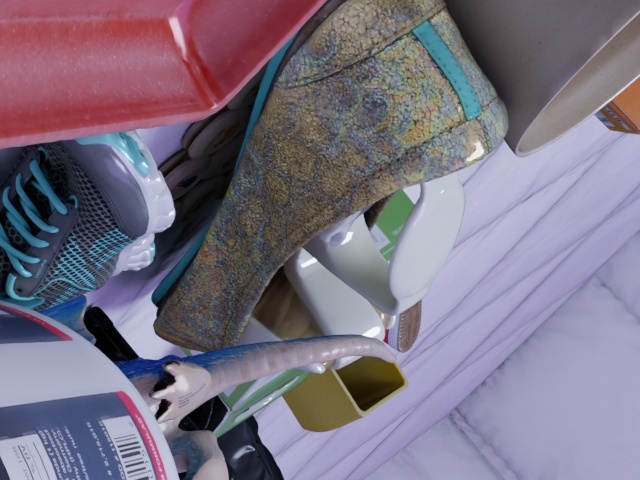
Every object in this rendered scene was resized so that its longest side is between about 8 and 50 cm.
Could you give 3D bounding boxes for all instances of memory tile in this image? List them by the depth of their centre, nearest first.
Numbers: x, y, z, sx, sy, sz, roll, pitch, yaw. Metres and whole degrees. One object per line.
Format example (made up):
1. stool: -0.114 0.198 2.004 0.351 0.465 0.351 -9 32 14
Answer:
1. memory tile: -0.036 -0.054 0.949 0.113 0.012 0.148 -29 165 -49

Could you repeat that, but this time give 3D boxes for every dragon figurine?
1. dragon figurine: -0.114 0.085 0.890 0.289 0.085 0.144 -34 -149 -23

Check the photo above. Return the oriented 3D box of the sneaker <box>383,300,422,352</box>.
1. sneaker: 0.052 0.029 1.597 0.042 0.067 0.118 -27 133 -46

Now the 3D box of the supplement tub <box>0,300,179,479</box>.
1. supplement tub: -0.168 0.113 0.658 0.191 0.191 0.272 -42 170 8

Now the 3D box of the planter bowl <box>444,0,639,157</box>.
1. planter bowl: 0.116 -0.132 0.894 0.162 0.109 0.162 -39 170 -8

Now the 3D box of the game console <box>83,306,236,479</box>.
1. game console: -0.107 0.104 1.050 0.107 0.122 0.071 -32 167 -40

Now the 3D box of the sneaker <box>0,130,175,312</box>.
1. sneaker: -0.104 -0.007 0.764 0.076 0.065 0.166 -33 167 -17

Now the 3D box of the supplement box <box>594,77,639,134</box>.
1. supplement box: 0.193 -0.118 1.230 0.078 0.080 0.233 -45 -178 6

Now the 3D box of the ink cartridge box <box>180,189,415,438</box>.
1. ink cartridge box: -0.022 0.046 1.295 0.109 0.062 0.209 -32 168 -40

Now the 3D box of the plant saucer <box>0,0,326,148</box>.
1. plant saucer: -0.018 -0.131 0.577 0.258 0.048 0.259 -44 169 21

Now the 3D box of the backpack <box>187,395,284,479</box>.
1. backpack: -0.113 0.206 1.435 0.182 0.152 0.115 -29 161 2

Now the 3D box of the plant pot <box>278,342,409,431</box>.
1. plant pot: 0.010 0.125 1.734 0.083 0.081 0.081 -35 176 38

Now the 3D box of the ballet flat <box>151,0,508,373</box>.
1. ballet flat: 0.000 0.000 0.946 0.123 0.123 0.348 -35 169 -28
